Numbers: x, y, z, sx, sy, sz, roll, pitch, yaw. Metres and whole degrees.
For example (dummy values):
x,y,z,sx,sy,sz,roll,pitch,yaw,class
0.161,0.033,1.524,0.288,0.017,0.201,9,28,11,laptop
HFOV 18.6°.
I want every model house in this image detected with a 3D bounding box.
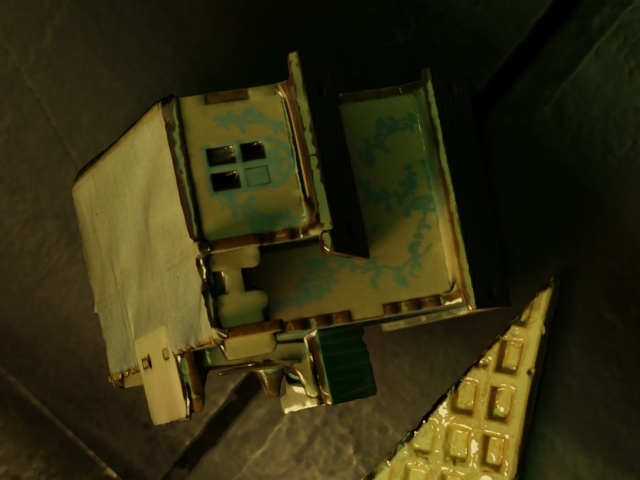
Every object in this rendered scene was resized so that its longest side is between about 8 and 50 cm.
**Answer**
x,y,z,sx,sy,sz,roll,pitch,yaw,class
0.000,0.000,1.053,0.206,0.271,0.178,-11,83,-20,model house

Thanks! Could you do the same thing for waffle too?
x,y,z,sx,sy,sz,roll,pitch,yaw,class
0.077,0.086,1.105,0.098,0.023,0.152,12,93,15,waffle
